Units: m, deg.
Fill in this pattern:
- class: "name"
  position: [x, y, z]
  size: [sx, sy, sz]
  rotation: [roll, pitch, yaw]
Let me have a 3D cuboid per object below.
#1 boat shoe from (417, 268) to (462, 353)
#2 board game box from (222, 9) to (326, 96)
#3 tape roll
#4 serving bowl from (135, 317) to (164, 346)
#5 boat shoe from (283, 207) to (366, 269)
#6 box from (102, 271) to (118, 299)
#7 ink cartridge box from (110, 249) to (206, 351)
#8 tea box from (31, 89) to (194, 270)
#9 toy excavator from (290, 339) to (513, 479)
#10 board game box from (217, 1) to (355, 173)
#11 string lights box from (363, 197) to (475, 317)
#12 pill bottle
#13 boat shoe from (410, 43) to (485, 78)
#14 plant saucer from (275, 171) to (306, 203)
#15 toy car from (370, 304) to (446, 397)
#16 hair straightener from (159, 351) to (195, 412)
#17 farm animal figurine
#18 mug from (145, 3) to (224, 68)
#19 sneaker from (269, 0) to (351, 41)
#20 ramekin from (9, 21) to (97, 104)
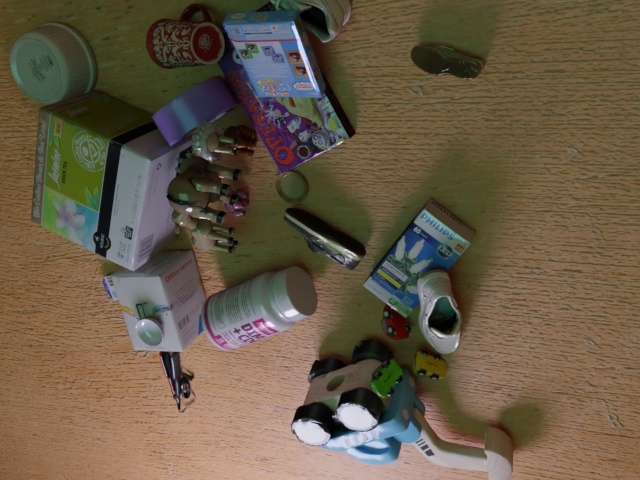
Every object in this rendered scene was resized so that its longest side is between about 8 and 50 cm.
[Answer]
- class: "boat shoe"
  position: [0.280, 0.190, 1.576]
  size: [0.098, 0.096, 0.277]
  rotation: [-18, 133, 4]
- class: "board game box"
  position: [-0.093, -0.388, 1.435]
  size: [0.160, 0.039, 0.211]
  rotation: [5, 148, 21]
- class: "tape roll"
  position: [-0.293, -0.302, 1.586]
  size: [0.189, 0.189, 0.080]
  rotation: [-26, 100, 30]
- class: "serving bowl"
  position: [-0.445, 0.238, 1.793]
  size: [0.083, 0.027, 0.083]
  rotation: [9, 116, 19]
- class: "boat shoe"
  position: [0.001, 0.000, 1.665]
  size: [0.223, 0.080, 0.073]
  rotation: [29, 116, 3]
- class: "box"
  position: [-0.579, 0.132, 2.005]
  size: [0.136, 0.028, 0.081]
  rotation: [-6, 111, 28]
- class: "ink cartridge box"
  position: [-0.434, 0.162, 1.871]
  size: [0.168, 0.171, 0.232]
  rotation: [-2, 112, 24]
- class: "tea box"
  position: [-0.530, -0.158, 1.736]
  size: [0.323, 0.220, 0.329]
  rotation: [24, 120, 12]
- class: "toy excavator"
  position: [0.215, 0.479, 1.748]
  size: [0.433, 0.222, 0.445]
  rotation: [-26, 115, 30]
- class: "board game box"
  position: [-0.091, -0.348, 1.565]
  size: [0.208, 0.056, 0.347]
  rotation: [-23, 103, 34]
- class: "string lights box"
  position: [0.228, 0.043, 1.589]
  size: [0.133, 0.077, 0.259]
  rotation: [37, 122, 3]
- class: "pill bottle"
  position: [-0.158, 0.174, 1.765]
  size: [0.283, 0.160, 0.160]
  rotation: [-24, 102, 30]
- class: "boat shoe"
  position: [0.263, -0.374, 1.407]
  size: [0.153, 0.048, 0.056]
  rotation: [17, 131, 23]
- class: "plant saucer"
  position: [-0.070, -0.132, 1.672]
  size: [0.083, 0.015, 0.083]
  rotation: [9, 116, 19]
- class: "toy car"
  position: [0.183, 0.295, 1.652]
  size: [0.239, 0.225, 0.053]
  rotation: [52, 141, -7]
- class: "hair straightener"
  position: [-0.428, 0.431, 2.066]
  size: [0.089, 0.047, 0.230]
  rotation: [6, 115, 21]
- class: "farm animal figurine"
  position: [-0.277, -0.120, 1.596]
  size: [0.172, 0.327, 0.330]
  rotation: [13, 100, 4]
- class: "mug"
  position: [-0.301, -0.462, 1.530]
  size: [0.169, 0.113, 0.150]
  rotation: [17, 108, 45]
- class: "sneaker"
  position: [-0.067, -0.517, 1.378]
  size: [0.297, 0.129, 0.111]
  rotation: [28, 133, -16]
- class: "ramekin"
  position: [-0.691, -0.446, 1.737]
  size: [0.207, 0.109, 0.207]
  rotation: [9, 116, 19]
